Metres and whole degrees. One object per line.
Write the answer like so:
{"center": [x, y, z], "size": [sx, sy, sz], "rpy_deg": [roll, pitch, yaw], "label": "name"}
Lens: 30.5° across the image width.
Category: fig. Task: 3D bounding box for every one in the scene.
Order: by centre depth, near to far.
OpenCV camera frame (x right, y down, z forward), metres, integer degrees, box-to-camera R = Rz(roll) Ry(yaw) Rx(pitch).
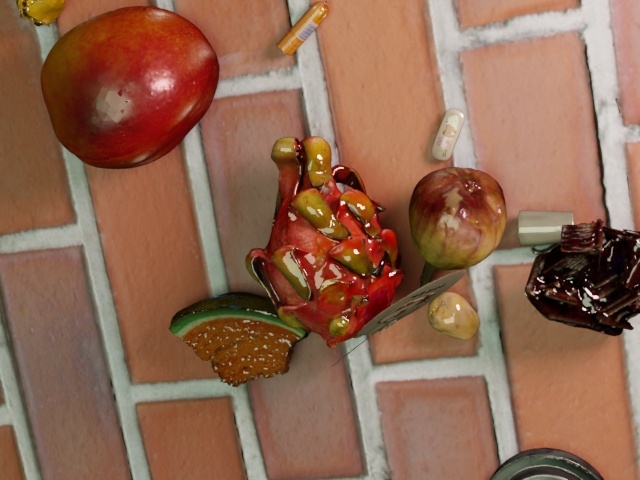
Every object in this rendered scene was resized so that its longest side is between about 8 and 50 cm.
{"center": [0.205, 0.004, 1.791], "size": [0.143, 0.160, 0.231], "rpy_deg": [14, 118, 30], "label": "fig"}

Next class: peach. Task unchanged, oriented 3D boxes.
{"center": [-0.292, -0.237, 1.847], "size": [0.274, 0.245, 0.249], "rpy_deg": [-28, 123, 10], "label": "peach"}

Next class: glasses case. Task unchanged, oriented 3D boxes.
{"center": [0.197, -0.163, 1.812], "size": [0.032, 0.021, 0.083], "rpy_deg": [22, 109, 8], "label": "glasses case"}

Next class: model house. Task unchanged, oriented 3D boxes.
{"center": [0.417, 0.048, 1.721], "size": [0.164, 0.203, 0.141], "rpy_deg": [-32, 59, 46], "label": "model house"}

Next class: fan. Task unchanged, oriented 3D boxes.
{"center": [0.104, 0.131, 1.819], "size": [0.329, 0.190, 0.009], "rpy_deg": [-43, 73, 43], "label": "fan"}

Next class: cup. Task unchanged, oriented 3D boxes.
{"center": [0.345, -0.010, 1.793], "size": [0.083, 0.054, 0.075], "rpy_deg": [-1, 102, 13], "label": "cup"}

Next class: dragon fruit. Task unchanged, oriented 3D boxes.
{"center": [0.017, 0.006, 1.808], "size": [0.243, 0.227, 0.307], "rpy_deg": [16, 94, 9], "label": "dragon fruit"}

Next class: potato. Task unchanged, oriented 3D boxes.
{"center": [0.212, 0.121, 1.864], "size": [0.083, 0.062, 0.068], "rpy_deg": [29, 121, -13], "label": "potato"}

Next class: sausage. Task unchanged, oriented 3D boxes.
{"center": [-0.023, -0.333, 1.825], "size": [0.031, 0.031, 0.107], "rpy_deg": [46, 109, 1], "label": "sausage"}

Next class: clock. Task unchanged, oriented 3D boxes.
{"center": [0.370, 0.440, 1.906], "size": [0.214, 0.042, 0.215], "rpy_deg": [4, 105, 15], "label": "clock"}

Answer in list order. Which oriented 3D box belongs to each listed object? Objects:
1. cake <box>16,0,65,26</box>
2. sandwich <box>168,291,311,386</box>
{"center": [-0.431, -0.432, 1.911], "size": [0.079, 0.116, 0.185], "rpy_deg": [5, 73, 10], "label": "cake"}
{"center": [-0.119, 0.153, 1.956], "size": [0.235, 0.079, 0.159], "rpy_deg": [-16, 109, 22], "label": "sandwich"}
